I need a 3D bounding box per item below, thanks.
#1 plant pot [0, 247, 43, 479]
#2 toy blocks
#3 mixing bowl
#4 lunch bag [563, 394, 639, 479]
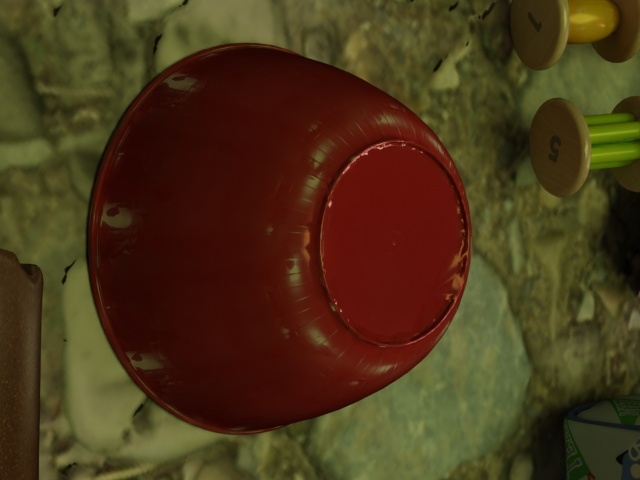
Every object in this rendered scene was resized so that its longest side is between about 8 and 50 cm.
[{"bbox_3d":[-0.158,0.083,0.443,0.167,0.167,0.165,15,74,-40],"label":"plant pot"},{"bbox_3d":[0.185,-0.089,0.761,0.148,0.054,0.123,-7,86,-23],"label":"toy blocks"},{"bbox_3d":[0.000,0.000,0.610,0.181,0.098,0.181,-1,92,-40],"label":"mixing bowl"},{"bbox_3d":[0.289,0.152,0.768,0.303,0.243,0.115,6,87,-42],"label":"lunch bag"}]
